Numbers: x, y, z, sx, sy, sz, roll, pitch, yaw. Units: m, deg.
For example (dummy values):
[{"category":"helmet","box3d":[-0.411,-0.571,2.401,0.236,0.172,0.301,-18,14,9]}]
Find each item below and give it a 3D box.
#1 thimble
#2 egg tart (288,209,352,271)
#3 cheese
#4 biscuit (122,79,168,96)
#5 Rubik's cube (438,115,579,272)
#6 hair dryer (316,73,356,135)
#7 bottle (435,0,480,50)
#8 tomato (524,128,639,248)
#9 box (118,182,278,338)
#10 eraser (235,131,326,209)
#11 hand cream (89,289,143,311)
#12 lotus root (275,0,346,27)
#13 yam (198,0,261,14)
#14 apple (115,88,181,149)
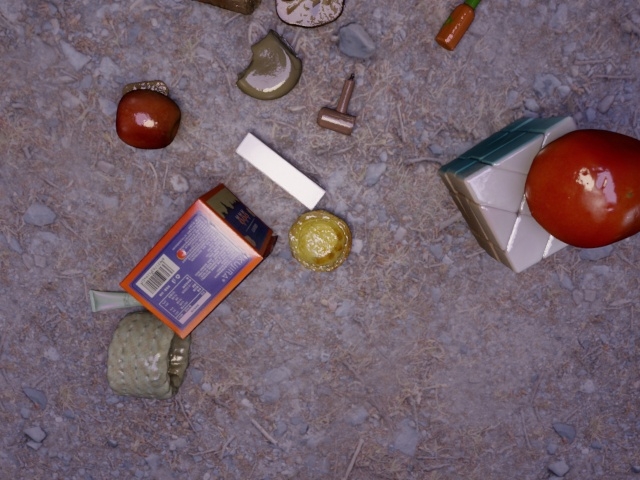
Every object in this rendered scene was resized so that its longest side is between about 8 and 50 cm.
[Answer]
[{"category":"thimble","box3d":[-0.547,0.363,1.513,0.195,0.291,0.292,6,103,0]},{"category":"egg tart","box3d":[0.000,0.001,1.512,0.212,0.090,0.213,0,101,-1]},{"category":"cheese","box3d":[-0.158,-0.508,1.391,0.202,0.091,0.175,-36,99,8]},{"category":"biscuit","box3d":[-0.542,-0.455,1.441,0.146,0.018,0.071,-5,103,3]},{"category":"Rubik's cube","box3d":[0.583,-0.146,1.363,0.321,0.316,0.319,-31,102,8]},{"category":"hair dryer","box3d":[0.067,-0.426,1.432,0.117,0.064,0.182,18,95,-2]},{"category":"bottle","box3d":[0.418,-0.658,1.368,0.069,0.069,0.187,33,100,-7]},{"category":"tomato","box3d":[0.650,-0.125,1.092,0.298,0.226,0.299,0,100,0]},{"category":"box","box3d":[-0.348,0.051,1.407,0.257,0.318,0.348,44,99,-9]},{"category":"eraser","box3d":[-0.122,-0.219,1.467,0.298,0.076,0.078,37,101,-9]},{"category":"hand cream","box3d":[-0.686,0.203,1.584,0.204,0.050,0.078,-3,103,5]},{"category":"lotus root","box3d":[-0.009,-0.713,1.351,0.260,0.074,0.170,-28,103,5]},{"category":"yam","box3d":[-0.286,-0.733,1.324,0.238,0.129,0.128,16,68,-4]},{"category":"apple","box3d":[-0.514,-0.356,1.385,0.168,0.181,0.181,20,103,-12]}]
